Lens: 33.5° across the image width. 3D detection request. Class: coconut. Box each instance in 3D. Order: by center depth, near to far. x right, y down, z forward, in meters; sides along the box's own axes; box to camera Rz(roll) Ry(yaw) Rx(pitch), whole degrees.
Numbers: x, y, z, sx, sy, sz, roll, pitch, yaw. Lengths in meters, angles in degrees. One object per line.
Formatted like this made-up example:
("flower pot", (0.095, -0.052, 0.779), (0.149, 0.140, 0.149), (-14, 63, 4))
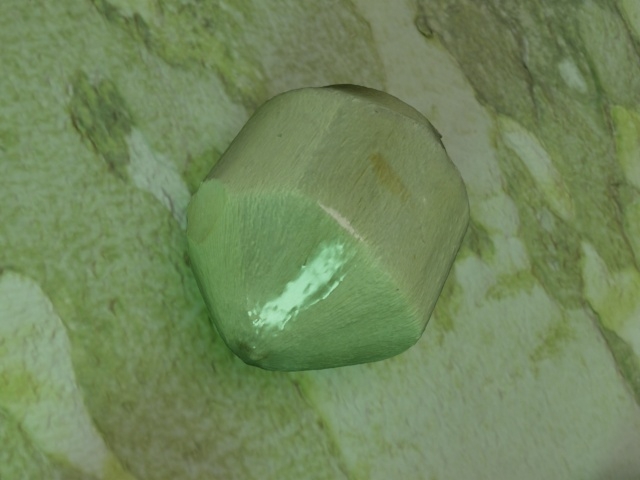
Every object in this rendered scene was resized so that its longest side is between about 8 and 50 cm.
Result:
("coconut", (0.000, 0.000, 0.953), (0.237, 0.237, 0.266), (33, 67, -7))
